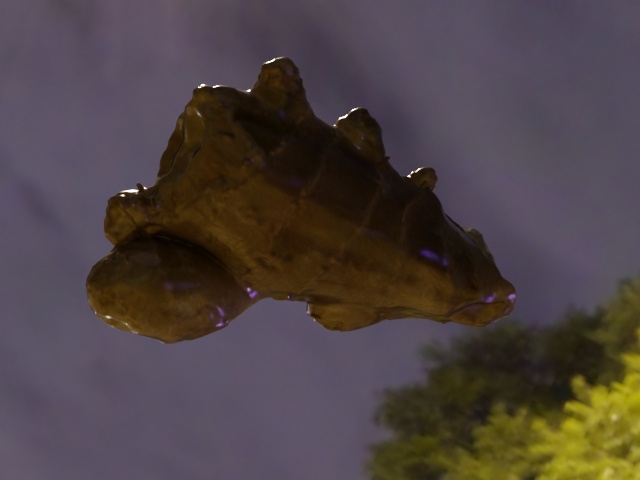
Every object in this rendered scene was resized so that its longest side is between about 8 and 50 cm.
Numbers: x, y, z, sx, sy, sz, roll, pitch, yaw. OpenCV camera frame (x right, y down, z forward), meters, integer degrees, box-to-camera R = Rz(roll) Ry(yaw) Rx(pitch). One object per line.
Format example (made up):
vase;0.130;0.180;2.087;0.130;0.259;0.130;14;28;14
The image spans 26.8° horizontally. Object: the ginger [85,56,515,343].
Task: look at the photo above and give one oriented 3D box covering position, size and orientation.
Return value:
ginger;-0.005;-0.013;0.608;0.205;0.115;0.081;2;-18;-29
